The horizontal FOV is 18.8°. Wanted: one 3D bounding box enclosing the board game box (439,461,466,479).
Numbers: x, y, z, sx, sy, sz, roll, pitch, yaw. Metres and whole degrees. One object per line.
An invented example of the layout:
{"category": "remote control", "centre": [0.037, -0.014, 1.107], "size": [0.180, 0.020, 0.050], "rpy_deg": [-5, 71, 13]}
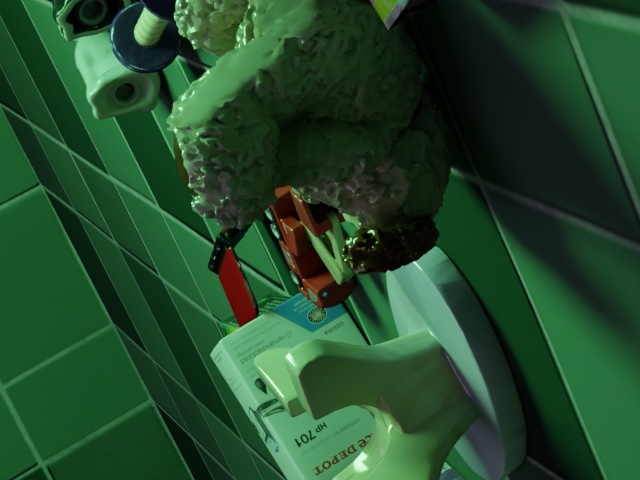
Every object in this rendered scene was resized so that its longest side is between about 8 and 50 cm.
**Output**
{"category": "board game box", "centre": [0.185, 0.388, 2.035], "size": [0.208, 0.056, 0.347], "rpy_deg": [46, 162, 57]}

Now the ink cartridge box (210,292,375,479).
{"category": "ink cartridge box", "centre": [-0.006, 0.159, 2.033], "size": [0.191, 0.139, 0.082], "rpy_deg": [57, 164, 8]}

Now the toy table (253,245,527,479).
{"category": "toy table", "centre": [0.066, 0.142, 1.703], "size": [0.252, 0.161, 0.274], "rpy_deg": [42, 158, 53]}

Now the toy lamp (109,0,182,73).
{"category": "toy lamp", "centre": [-0.168, -0.222, 1.949], "size": [0.080, 0.080, 0.274], "rpy_deg": [60, 168, 0]}

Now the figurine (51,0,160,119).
{"category": "figurine", "centre": [-0.274, -0.272, 2.242], "size": [0.209, 0.092, 0.215], "rpy_deg": [59, 170, 40]}

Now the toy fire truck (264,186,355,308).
{"category": "toy fire truck", "centre": [0.000, 0.000, 1.877], "size": [0.135, 0.047, 0.192], "rpy_deg": [41, 157, 51]}

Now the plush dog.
{"category": "plush dog", "centre": [0.021, -0.101, 1.409], "size": [0.225, 0.210, 0.262], "rpy_deg": [53, -158, -42]}

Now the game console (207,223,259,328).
{"category": "game console", "centre": [-0.071, 0.019, 2.082], "size": [0.085, 0.124, 0.144], "rpy_deg": [36, 164, 2]}

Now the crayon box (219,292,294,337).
{"category": "crayon box", "centre": [0.011, 0.222, 2.229], "size": [0.323, 0.083, 0.203], "rpy_deg": [61, 167, -8]}

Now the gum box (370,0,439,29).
{"category": "gum box", "centre": [0.057, -0.214, 1.189], "size": [0.107, 0.062, 0.188], "rpy_deg": [59, 167, 4]}
